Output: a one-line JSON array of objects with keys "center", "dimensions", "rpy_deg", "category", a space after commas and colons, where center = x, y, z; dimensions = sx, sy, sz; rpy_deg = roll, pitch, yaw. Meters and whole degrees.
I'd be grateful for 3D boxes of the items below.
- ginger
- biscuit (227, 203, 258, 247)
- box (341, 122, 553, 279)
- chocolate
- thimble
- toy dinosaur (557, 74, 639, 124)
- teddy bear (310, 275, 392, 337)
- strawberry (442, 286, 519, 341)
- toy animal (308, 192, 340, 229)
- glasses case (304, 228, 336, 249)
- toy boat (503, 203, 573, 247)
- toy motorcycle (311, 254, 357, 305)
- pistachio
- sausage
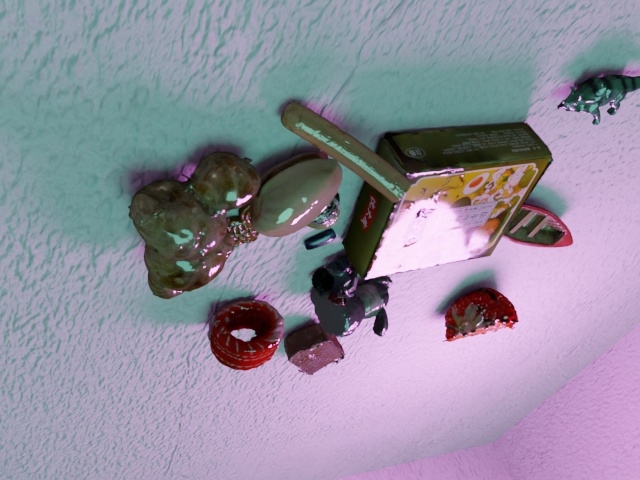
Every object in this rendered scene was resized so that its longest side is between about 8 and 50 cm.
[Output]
[{"center": [-0.265, -0.009, 1.303], "dimensions": [0.256, 0.176, 0.375], "rpy_deg": [-20, 149, -35], "category": "ginger"}, {"center": [-0.151, -0.040, 1.456], "dimensions": [0.175, 0.026, 0.124], "rpy_deg": [-35, 144, 15], "category": "biscuit"}, {"center": [0.300, -0.095, 1.567], "dimensions": [0.420, 0.138, 0.373], "rpy_deg": [-9, 143, -24], "category": "box"}, {"center": [-0.022, 0.328, 1.971], "dimensions": [0.148, 0.093, 0.214], "rpy_deg": [-29, 146, 3], "category": "chocolate"}, {"center": [-0.193, 0.248, 1.694], "dimensions": [0.189, 0.163, 0.125], "rpy_deg": [-7, 144, -24], "category": "thimble"}, {"center": [0.685, -0.345, 1.527], "dimensions": [0.292, 0.079, 0.120], "rpy_deg": [-12, 146, -24], "category": "toy dinosaur"}, {"center": [0.104, 0.202, 1.826], "dimensions": [0.251, 0.171, 0.144], "rpy_deg": [-5, 161, -36], "category": "teddy bear"}, {"center": [0.561, 0.240, 2.178], "dimensions": [0.280, 0.150, 0.253], "rpy_deg": [-6, 162, -29], "category": "strawberry"}, {"center": [-0.012, -0.074, 1.434], "dimensions": [0.137, 0.098, 0.098], "rpy_deg": [-12, 147, -45], "category": "toy animal"}, {"center": [0.000, 0.000, 1.606], "dimensions": [0.083, 0.023, 0.033], "rpy_deg": [-25, 148, -1], "category": "glasses case"}, {"center": [0.620, -0.048, 1.878], "dimensions": [0.392, 0.079, 0.136], "rpy_deg": [13, 129, -41], "category": "toy boat"}, {"center": [0.083, 0.091, 1.692], "dimensions": [0.213, 0.122, 0.082], "rpy_deg": [-30, 161, 7], "category": "toy motorcycle"}, {"center": [-0.057, -0.099, 1.343], "dimensions": [0.223, 0.126, 0.152], "rpy_deg": [-44, 128, -5], "category": "pistachio"}, {"center": [0.052, -0.176, 1.277], "dimensions": [0.301, 0.066, 0.066], "rpy_deg": [33, 119, -22], "category": "sausage"}]
